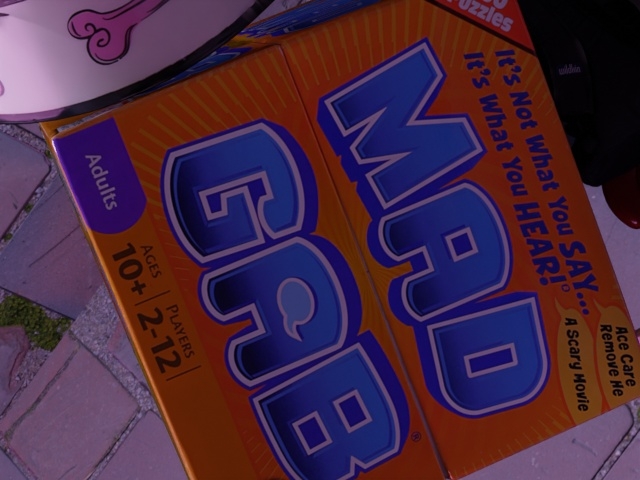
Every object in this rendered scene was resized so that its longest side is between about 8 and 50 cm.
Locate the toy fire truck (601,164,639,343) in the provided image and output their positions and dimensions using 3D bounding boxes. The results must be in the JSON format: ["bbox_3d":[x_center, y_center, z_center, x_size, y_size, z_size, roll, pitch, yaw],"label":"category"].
[{"bbox_3d":[0.328,0.002,1.524,0.217,0.246,0.158,40,-176,6],"label":"toy fire truck"}]

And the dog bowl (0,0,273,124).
[{"bbox_3d":[-0.190,-0.290,1.274,0.408,0.408,0.150,40,169,43],"label":"dog bowl"}]

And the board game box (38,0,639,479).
[{"bbox_3d":[0.000,0.000,1.393,0.356,0.356,0.356,-145,34,-77],"label":"board game box"}]

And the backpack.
[{"bbox_3d":[0.208,-0.139,1.357,0.182,0.152,0.115,52,154,23],"label":"backpack"}]
